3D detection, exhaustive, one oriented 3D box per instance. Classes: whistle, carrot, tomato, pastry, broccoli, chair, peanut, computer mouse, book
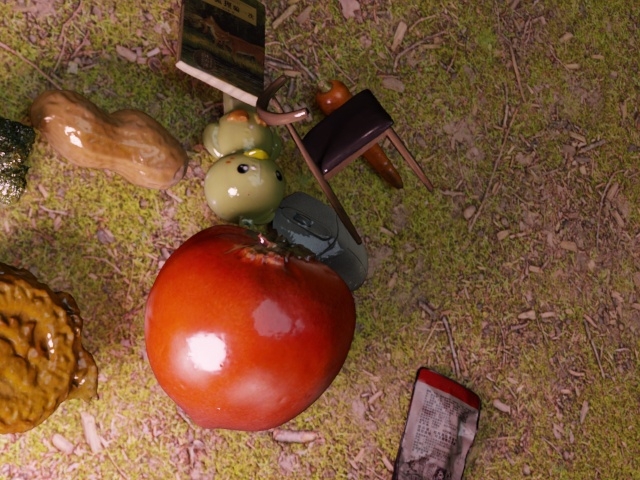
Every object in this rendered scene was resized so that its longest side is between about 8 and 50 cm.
[{"bbox_3d":[-0.121,-0.153,1.992,0.141,0.141,0.294,9,74,-33],"label":"whistle"},{"bbox_3d":[0.072,-0.191,2.184,0.257,0.061,0.061,50,57,-24],"label":"carrot"},{"bbox_3d":[-0.112,0.137,1.849,0.321,0.321,0.322,8,75,-33],"label":"tomato"},{"bbox_3d":[-0.452,0.148,1.714,0.235,0.132,0.240,-19,98,-44],"label":"pastry"},{"bbox_3d":[-0.479,-0.103,1.745,0.138,0.145,0.162,64,31,-45],"label":"broccoli"},{"bbox_3d":[0.037,-0.163,1.984,0.166,0.188,0.272,-36,118,5],"label":"chair"},{"bbox_3d":[-0.323,-0.154,1.877,0.263,0.101,0.117,16,46,-28],"label":"peanut"},{"bbox_3d":[0.005,0.000,2.084,0.229,0.068,0.113,38,59,-22],"label":"computer mouse"},{"bbox_3d":[-0.163,-0.340,2.026,0.160,0.024,0.228,23,48,-28],"label":"book"}]

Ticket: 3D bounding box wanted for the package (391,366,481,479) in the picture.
[{"bbox_3d":[0.209,0.358,2.168,0.154,0.030,0.239,29,65,-25],"label":"package"}]
